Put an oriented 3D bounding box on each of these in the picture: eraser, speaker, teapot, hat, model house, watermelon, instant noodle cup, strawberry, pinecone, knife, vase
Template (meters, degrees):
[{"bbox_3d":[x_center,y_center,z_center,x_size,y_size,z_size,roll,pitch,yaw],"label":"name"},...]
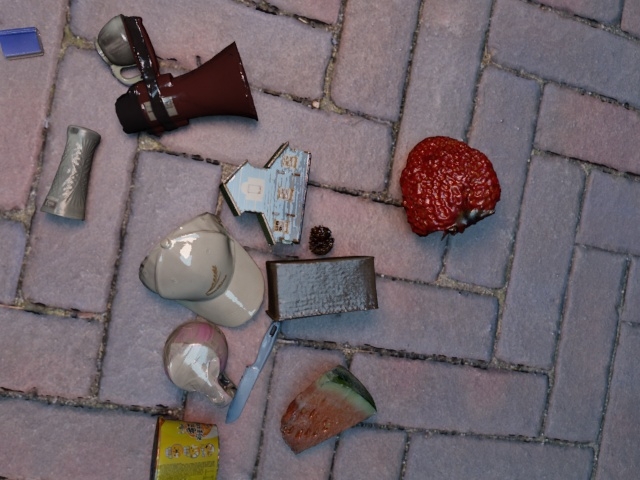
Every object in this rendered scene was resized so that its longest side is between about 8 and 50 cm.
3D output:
[{"bbox_3d":[-0.718,-0.474,1.106,0.085,0.027,0.063,-13,94,-11],"label":"eraser"},{"bbox_3d":[-0.330,-0.376,1.093,0.330,0.259,0.198,-13,61,-8],"label":"speaker"},{"bbox_3d":[-0.307,0.322,1.147,0.164,0.178,0.221,-12,96,-11],"label":"teapot"},{"bbox_3d":[-0.485,-0.466,1.134,0.108,0.149,0.111,-25,59,4],"label":"teapot"},{"bbox_3d":[-0.280,0.100,1.151,0.258,0.168,0.301,-46,104,-3],"label":"hat"},{"bbox_3d":[-0.152,-0.120,1.162,0.207,0.178,0.270,7,93,-18],"label":"model house"},{"bbox_3d":[-0.003,0.463,1.255,0.257,0.140,0.193,-44,105,2],"label":"watermelon"},{"bbox_3d":[-0.339,0.544,1.146,0.153,0.205,0.204,7,91,-18],"label":"instant noodle cup"},{"bbox_3d":[0.336,-0.147,1.245,0.261,0.261,0.257,-27,104,-10],"label":"strawberry"},{"bbox_3d":[0.000,0.000,1.256,0.077,0.077,0.083,-20,79,-11],"label":"pinecone"},{"bbox_3d":[-0.185,0.359,1.258,0.045,0.019,0.312,24,87,-4],"label":"knife"},{"bbox_3d":[-0.597,-0.164,1.114,0.096,0.096,0.219,14,86,-12],"label":"vase"}]

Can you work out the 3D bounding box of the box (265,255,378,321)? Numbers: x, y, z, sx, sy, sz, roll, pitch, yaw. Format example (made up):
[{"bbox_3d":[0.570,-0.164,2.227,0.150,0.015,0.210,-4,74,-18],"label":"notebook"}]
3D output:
[{"bbox_3d":[-0.005,0.116,1.203,0.274,0.184,0.143,-4,89,-13],"label":"box"}]
